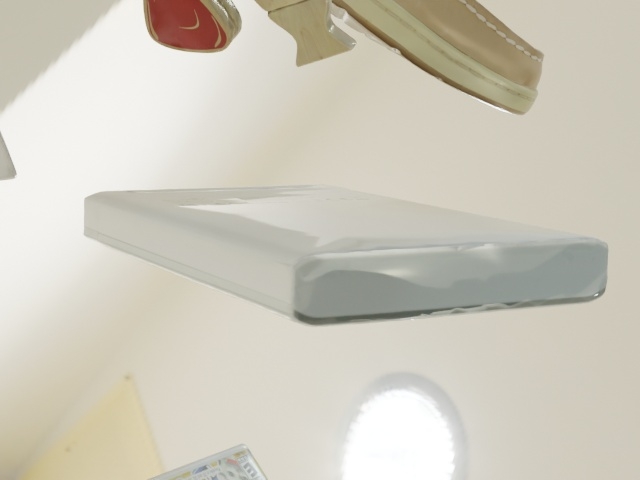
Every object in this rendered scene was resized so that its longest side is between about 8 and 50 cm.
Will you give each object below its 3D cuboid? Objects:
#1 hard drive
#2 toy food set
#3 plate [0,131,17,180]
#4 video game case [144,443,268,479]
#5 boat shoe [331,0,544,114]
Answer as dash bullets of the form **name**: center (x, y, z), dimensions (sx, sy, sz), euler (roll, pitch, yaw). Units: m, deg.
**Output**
- **hard drive**: center (0.000, 0.000, 0.871), dimensions (0.307, 0.203, 0.040), euler (16, -73, 60)
- **toy food set**: center (-0.040, -0.100, 0.363), dimensions (0.078, 0.122, 0.019), euler (-5, -147, 24)
- **plate**: center (-0.290, -0.159, 0.723), dimensions (0.277, 0.278, 0.045), euler (37, -109, 16)
- **video game case**: center (-0.086, 0.289, 1.200), dimensions (0.026, 0.227, 0.206), euler (-44, -108, 31)
- **boat shoe**: center (0.012, -0.198, 0.796), dimensions (0.110, 0.341, 0.121), euler (-53, -160, 5)
